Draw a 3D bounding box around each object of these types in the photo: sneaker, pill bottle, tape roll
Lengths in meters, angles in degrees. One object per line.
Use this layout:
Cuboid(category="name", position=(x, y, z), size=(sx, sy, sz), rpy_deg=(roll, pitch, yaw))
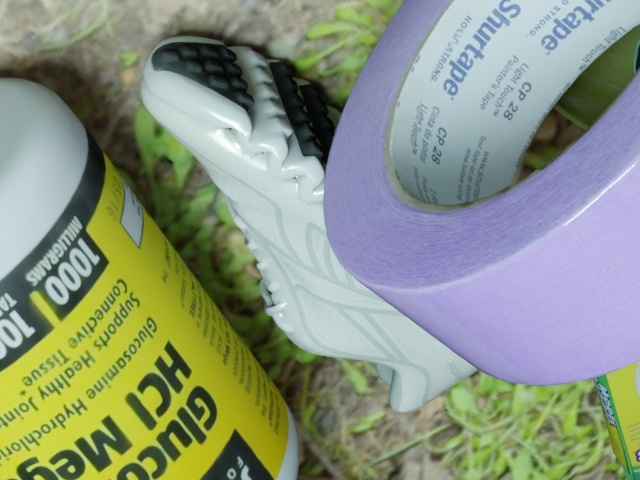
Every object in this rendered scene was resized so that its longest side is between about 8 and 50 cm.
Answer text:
Cuboid(category="sneaker", position=(0.000, 0.000, 1.043), size=(0.118, 0.110, 0.292), rpy_deg=(-40, 121, 19))
Cuboid(category="pill bottle", position=(-0.129, 0.092, 1.002), size=(0.188, 0.188, 0.334), rpy_deg=(-32, 122, 4))
Cuboid(category="tape roll", position=(0.127, -0.070, 0.889), size=(0.090, 0.275, 0.275), rpy_deg=(36, 104, -28))

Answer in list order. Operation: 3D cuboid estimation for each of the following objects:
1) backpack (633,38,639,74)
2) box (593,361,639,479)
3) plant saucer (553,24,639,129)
Cuboid(category="backpack", position=(0.291, -0.103, 0.997), size=(0.188, 0.144, 0.166), rpy_deg=(21, 105, -28))
Cuboid(category="box", position=(0.224, 0.078, 1.178), size=(0.105, 0.043, 0.179), rpy_deg=(-23, 124, -3))
Cuboid(category="plant saucer", position=(0.209, -0.167, 1.041), size=(0.241, 0.037, 0.241), rpy_deg=(-6, 119, -11))
